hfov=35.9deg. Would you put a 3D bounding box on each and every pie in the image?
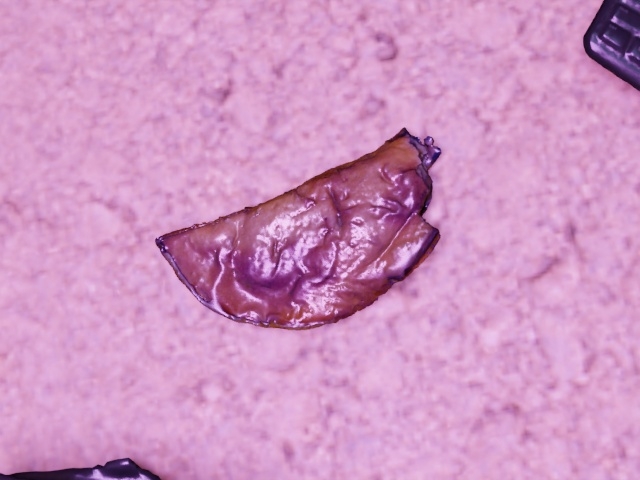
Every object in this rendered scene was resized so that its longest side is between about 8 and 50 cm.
[{"bbox_3d":[0.000,0.000,0.558,0.170,0.034,0.092,-27,77,-1],"label":"pie"}]

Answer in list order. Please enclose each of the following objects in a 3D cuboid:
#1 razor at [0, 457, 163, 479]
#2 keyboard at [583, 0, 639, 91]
[{"bbox_3d":[-0.118,0.286,0.485,0.205,0.113,0.348,10,81,5],"label":"razor"},{"bbox_3d":[0.237,-0.104,0.550,0.381,0.041,0.103,29,85,8],"label":"keyboard"}]
